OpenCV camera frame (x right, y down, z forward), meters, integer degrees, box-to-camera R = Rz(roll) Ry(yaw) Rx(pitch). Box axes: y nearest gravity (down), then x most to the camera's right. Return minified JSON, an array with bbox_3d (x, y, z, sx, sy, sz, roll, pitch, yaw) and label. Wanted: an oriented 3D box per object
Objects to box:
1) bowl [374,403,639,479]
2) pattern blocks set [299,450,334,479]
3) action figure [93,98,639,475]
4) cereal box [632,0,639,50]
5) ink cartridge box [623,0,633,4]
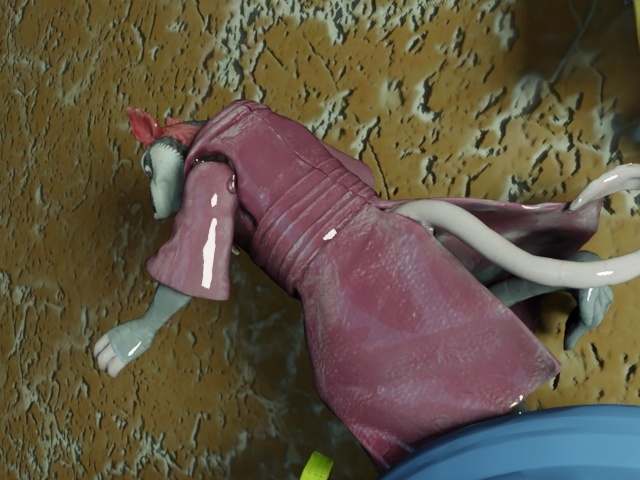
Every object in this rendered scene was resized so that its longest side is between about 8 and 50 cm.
[{"bbox_3d":[0.164,0.287,0.412,0.391,0.077,0.390,4,103,17],"label":"bowl"},{"bbox_3d":[-0.036,0.294,0.530,0.026,0.325,0.285,16,98,8],"label":"pattern blocks set"},{"bbox_3d":[0.000,0.000,0.520,0.370,0.248,0.275,38,137,11],"label":"action figure"},{"bbox_3d":[0.251,-0.238,0.411,0.173,0.047,0.240,-21,65,50],"label":"cereal box"},{"bbox_3d":[0.283,-0.298,0.493,0.223,0.045,0.223,-19,75,36],"label":"ink cartridge box"}]
